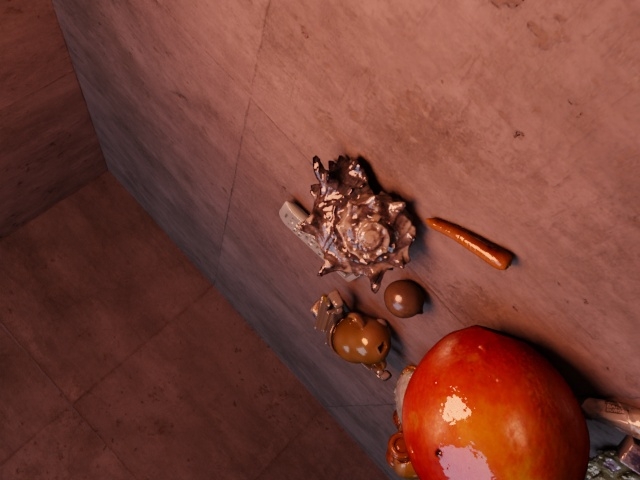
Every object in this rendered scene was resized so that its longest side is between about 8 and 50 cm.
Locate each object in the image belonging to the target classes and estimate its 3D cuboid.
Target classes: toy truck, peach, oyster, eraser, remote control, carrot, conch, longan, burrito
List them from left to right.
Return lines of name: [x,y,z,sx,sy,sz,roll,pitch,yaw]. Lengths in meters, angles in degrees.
remote control: [0.000,0.001,1.411,0.293,0.051,0.103,45,157,-1]
conch: [0.080,-0.044,1.060,0.240,0.186,0.313,-34,78,40]
longan: [0.208,0.149,1.219,0.113,0.092,0.113,26,150,16]
toy truck: [0.324,0.649,1.596,0.211,0.288,0.204,14,146,13]
carrot: [0.279,-0.003,0.941,0.190,0.037,0.037,37,155,34]
peach: [0.341,0.364,1.014,0.388,0.388,0.388,39,155,22]
oyster: [0.643,0.520,1.055,0.163,0.081,0.191,24,151,36]
burrito: [0.579,0.336,0.905,0.064,0.064,0.203,58,158,-21]
eraser: [0.651,0.435,0.884,0.212,0.046,0.091,32,-168,26]

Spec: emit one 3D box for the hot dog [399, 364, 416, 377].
hot dog: [0.355,0.485,1.515,0.268,0.072,0.115,35,146,30]

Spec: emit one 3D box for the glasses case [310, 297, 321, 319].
glasses case: [0.064,0.307,1.724,0.248,0.087,0.065,52,162,-3]

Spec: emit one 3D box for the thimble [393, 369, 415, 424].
thimble: [0.318,0.458,1.360,0.250,0.205,0.172,37,154,21]

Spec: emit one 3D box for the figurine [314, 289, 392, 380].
figurine: [0.107,0.293,1.529,0.342,0.167,0.284,35,171,-23]
